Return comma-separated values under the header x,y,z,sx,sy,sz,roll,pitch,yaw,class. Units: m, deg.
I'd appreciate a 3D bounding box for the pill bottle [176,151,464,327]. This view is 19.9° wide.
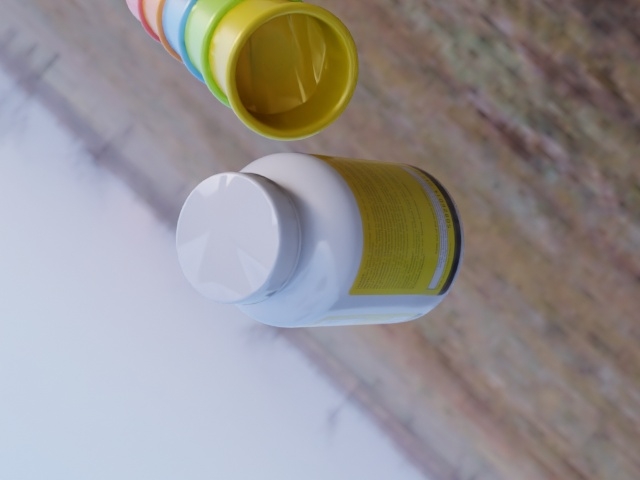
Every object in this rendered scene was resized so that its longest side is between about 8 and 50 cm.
x,y,z,sx,sy,sz,roll,pitch,yaw,class
0.000,0.000,1.086,0.103,0.103,0.184,41,-159,28,pill bottle

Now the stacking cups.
x,y,z,sx,sy,sz,roll,pitch,yaw,class
-0.067,-0.158,1.339,0.096,0.096,0.316,41,-179,-26,stacking cups
